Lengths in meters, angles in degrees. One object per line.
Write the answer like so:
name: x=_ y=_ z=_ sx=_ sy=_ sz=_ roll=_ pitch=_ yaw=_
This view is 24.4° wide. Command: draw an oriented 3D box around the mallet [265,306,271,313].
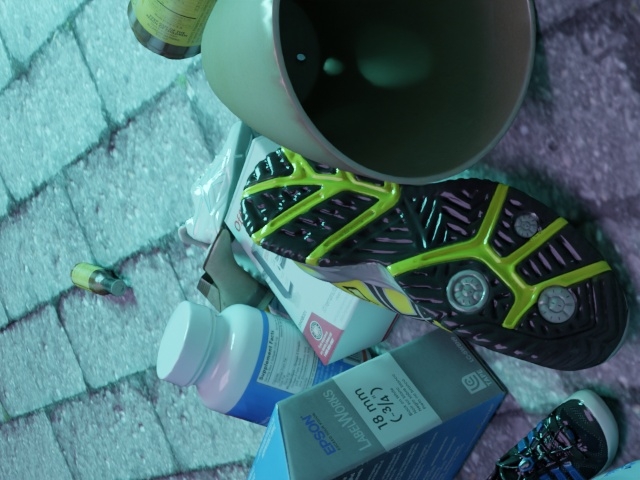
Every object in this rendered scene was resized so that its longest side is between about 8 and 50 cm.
mallet: x=-0.049 y=0.125 z=1.820 sx=0.062 sy=0.039 sz=0.189 roll=-14 pitch=102 yaw=63

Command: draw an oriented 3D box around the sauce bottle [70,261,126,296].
sauce bottle: x=-0.331 y=0.061 z=2.216 sx=0.128 sy=0.042 sz=0.042 roll=16 pitch=123 yaw=52

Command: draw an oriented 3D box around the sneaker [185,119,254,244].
sneaker: x=-0.119 y=-0.069 z=1.714 sx=0.061 sy=0.054 sz=0.152 roll=11 pitch=80 yaw=26

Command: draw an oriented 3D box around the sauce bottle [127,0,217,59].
sauce bottle: x=-0.113 y=-0.324 z=1.555 sx=0.111 sy=0.111 sz=0.344 roll=59 pitch=147 yaw=14

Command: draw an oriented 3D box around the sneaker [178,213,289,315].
sneaker: x=-0.069 y=0.037 z=1.733 sx=0.235 sy=0.095 sz=0.090 roll=40 pitch=138 yaw=36

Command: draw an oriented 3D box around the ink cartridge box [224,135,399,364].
ink cartridge box: x=0.000 y=0.000 z=1.601 sx=0.218 sy=0.092 sz=0.158 roll=56 pitch=148 yaw=23

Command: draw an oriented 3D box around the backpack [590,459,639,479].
backpack: x=0.277 y=0.331 z=1.280 sx=0.263 sy=0.213 sz=0.276 roll=69 pitch=154 yaw=18

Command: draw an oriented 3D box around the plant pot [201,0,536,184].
plant pot: x=0.007 y=-0.176 z=1.322 sx=0.274 sy=0.256 sz=0.256 roll=2 pitch=111 yaw=60

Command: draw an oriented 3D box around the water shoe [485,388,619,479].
water shoe: x=0.215 y=0.216 z=1.409 sx=0.073 sy=0.080 sz=0.203 roll=54 pitch=147 yaw=21

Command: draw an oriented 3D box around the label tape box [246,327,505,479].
label tape box: x=0.003 y=0.243 z=1.513 sx=0.106 sy=0.334 sz=0.240 roll=52 pitch=146 yaw=24

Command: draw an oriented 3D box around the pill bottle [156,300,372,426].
pill bottle: x=-0.064 y=0.143 z=1.645 sx=0.124 sy=0.221 sz=0.124 roll=-54 pitch=25 yaw=40

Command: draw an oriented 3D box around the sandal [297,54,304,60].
sandal: x=-0.005 y=-0.271 z=1.483 sx=0.097 sy=0.054 sz=0.254 roll=53 pitch=157 yaw=37

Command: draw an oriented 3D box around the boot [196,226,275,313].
boot: x=-0.092 y=0.046 z=1.675 sx=0.087 sy=0.042 sz=0.118 roll=30 pitch=139 yaw=7

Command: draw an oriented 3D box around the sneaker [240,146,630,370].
sneaker: x=0.115 y=0.012 z=1.381 sx=0.385 sy=0.145 sz=0.147 roll=25 pitch=176 yaw=26
